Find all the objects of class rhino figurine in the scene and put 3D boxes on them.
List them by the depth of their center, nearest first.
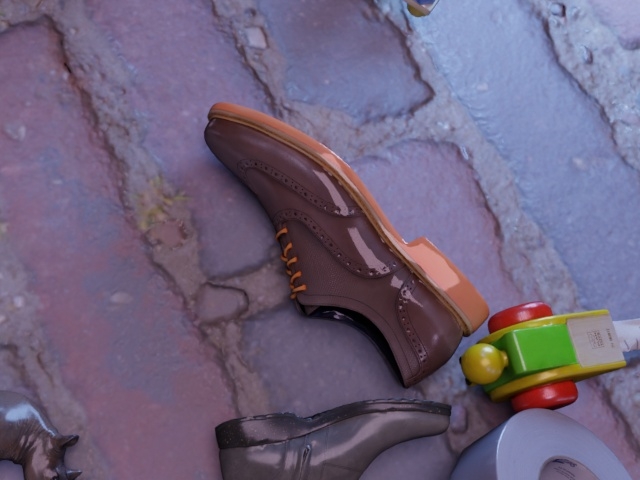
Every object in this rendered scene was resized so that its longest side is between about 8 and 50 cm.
[{"bbox_3d":[-0.321,0.189,1.115,0.243,0.073,0.106,22,71,-4],"label":"rhino figurine"}]

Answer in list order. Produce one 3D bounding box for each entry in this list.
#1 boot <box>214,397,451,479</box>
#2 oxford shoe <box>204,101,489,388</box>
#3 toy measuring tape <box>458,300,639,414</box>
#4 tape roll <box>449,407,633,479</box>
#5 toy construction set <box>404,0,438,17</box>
[{"bbox_3d":[0.018,0.245,1.166,0.246,0.083,0.161,-7,79,-7],"label":"boot"},{"bbox_3d":[0.000,0.000,1.217,0.363,0.130,0.133,41,78,8],"label":"oxford shoe"},{"bbox_3d":[0.269,0.121,1.255,0.330,0.121,0.121,-3,70,-36],"label":"toy measuring tape"},{"bbox_3d":[0.227,0.274,1.131,0.219,0.072,0.219,26,41,-25],"label":"tape roll"},{"bbox_3d":[-0.001,-0.394,1.353,0.327,0.151,0.215,14,69,-17],"label":"toy construction set"}]
